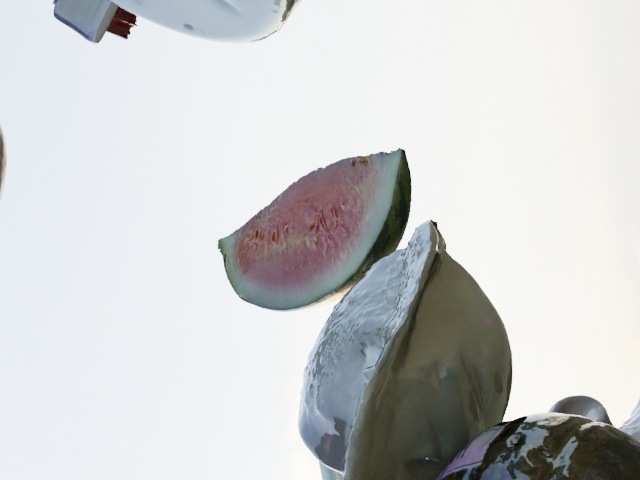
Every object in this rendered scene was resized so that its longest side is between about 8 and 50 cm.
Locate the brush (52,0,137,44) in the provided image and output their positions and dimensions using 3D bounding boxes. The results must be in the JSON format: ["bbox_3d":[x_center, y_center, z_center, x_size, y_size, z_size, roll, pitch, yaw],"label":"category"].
[{"bbox_3d":[-0.101,-0.292,1.284,0.050,0.060,0.321,13,-73,-49],"label":"brush"}]

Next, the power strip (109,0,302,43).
[{"bbox_3d":[-0.105,-0.271,1.038,0.161,0.357,0.357,-54,-30,-17],"label":"power strip"}]

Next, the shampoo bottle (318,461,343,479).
[{"bbox_3d":[0.013,0.166,1.503,0.049,0.034,0.141,-24,-76,-44],"label":"shampoo bottle"}]

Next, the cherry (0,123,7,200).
[{"bbox_3d":[-0.529,-0.069,2.010,0.291,0.326,0.335,79,-147,-69],"label":"cherry"}]

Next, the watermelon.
[{"bbox_3d":[-0.004,-0.001,1.630,0.063,0.245,0.119,-14,-99,-48],"label":"watermelon"}]

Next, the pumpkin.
[{"bbox_3d":[0.173,0.258,1.270,0.189,0.260,0.260,-48,-44,-42],"label":"pumpkin"}]

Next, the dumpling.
[{"bbox_3d":[0.049,0.124,1.353,0.243,0.175,0.227,57,-139,-34],"label":"dumpling"}]

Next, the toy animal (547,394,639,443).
[{"bbox_3d":[0.363,0.235,1.949,0.258,0.357,0.194,60,147,29],"label":"toy animal"}]
